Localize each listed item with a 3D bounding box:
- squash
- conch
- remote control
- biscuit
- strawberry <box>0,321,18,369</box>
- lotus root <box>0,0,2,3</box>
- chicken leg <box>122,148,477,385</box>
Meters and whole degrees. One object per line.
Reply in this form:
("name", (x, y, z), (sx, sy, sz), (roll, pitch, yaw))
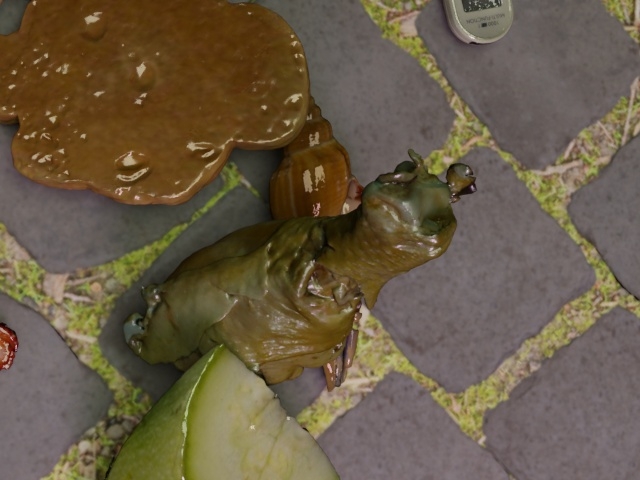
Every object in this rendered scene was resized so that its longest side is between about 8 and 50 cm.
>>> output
("squash", (-0.130, 0.243, 1.729), (0.237, 0.155, 0.204), (51, 62, -30))
("conch", (-0.004, -0.001, 1.832), (0.109, 0.093, 0.330), (-16, 108, -50))
("remote control", (0.165, -0.332, 1.935), (0.078, 0.042, 0.221), (-12, 89, -18))
("biscuit", (-0.198, -0.164, 1.777), (0.376, 0.051, 0.269), (2, 72, -4))
("strawberry", (-0.387, 0.100, 1.727), (0.152, 0.048, 0.103), (23, 71, -27))
("lotus root", (-0.379, -0.266, 1.755), (0.150, 0.062, 0.073), (-7, 62, -15))
("chicken leg", (-0.011, 0.029, 1.667), (0.201, 0.429, 0.152), (37, 48, -20))
